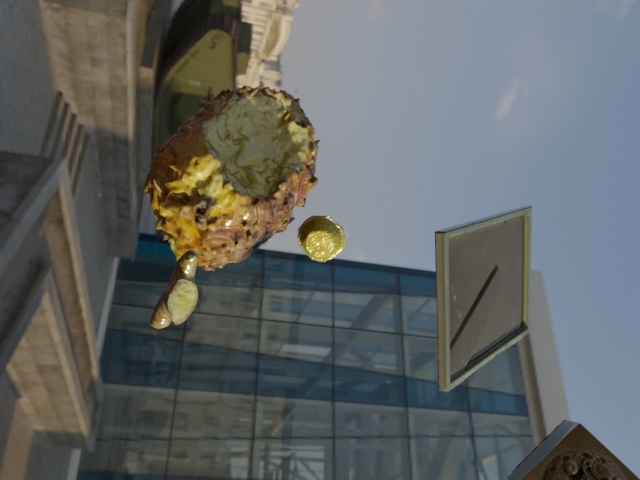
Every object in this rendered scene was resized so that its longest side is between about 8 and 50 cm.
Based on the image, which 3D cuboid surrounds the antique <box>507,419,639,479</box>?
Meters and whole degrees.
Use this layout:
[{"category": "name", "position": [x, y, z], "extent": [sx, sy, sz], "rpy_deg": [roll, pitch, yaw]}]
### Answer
[{"category": "antique", "position": [0.391, 0.376, 0.919], "extent": [0.147, 0.152, 0.148], "rpy_deg": [-45, 161, -3]}]

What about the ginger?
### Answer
[{"category": "ginger", "position": [-0.127, 0.053, 0.547], "extent": [0.097, 0.030, 0.048], "rpy_deg": [-57, -155, 30]}]

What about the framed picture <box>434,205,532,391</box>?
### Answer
[{"category": "framed picture", "position": [0.209, 0.060, 0.751], "extent": [0.016, 0.250, 0.184], "rpy_deg": [5, -77, 40]}]

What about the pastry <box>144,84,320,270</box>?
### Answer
[{"category": "pastry", "position": [-0.181, -0.111, 1.218], "extent": [0.337, 0.292, 0.405], "rpy_deg": [-40, -167, 48]}]

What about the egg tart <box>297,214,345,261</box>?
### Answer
[{"category": "egg tart", "position": [0.000, 0.000, 1.236], "extent": [0.039, 0.105, 0.105], "rpy_deg": [-77, -179, -65]}]
